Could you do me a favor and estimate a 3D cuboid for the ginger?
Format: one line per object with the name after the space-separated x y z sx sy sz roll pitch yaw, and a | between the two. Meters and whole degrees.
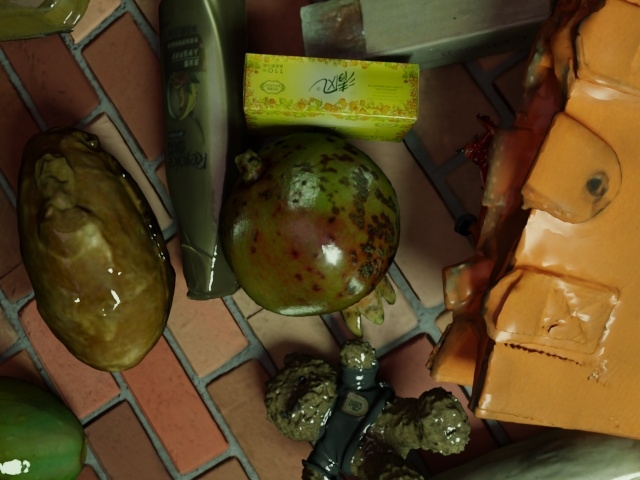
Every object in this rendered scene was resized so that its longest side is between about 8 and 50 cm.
-0.272 0.000 0.784 0.165 0.172 0.321 -15 86 -22 | ginger

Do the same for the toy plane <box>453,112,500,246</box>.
0.180 -0.026 0.651 0.077 0.194 0.126 -33 59 -4 | toy plane

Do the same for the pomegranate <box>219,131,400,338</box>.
-0.010 0.008 0.698 0.198 0.198 0.245 6 123 16 | pomegranate

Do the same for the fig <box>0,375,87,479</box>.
-0.402 0.268 0.843 0.191 0.181 0.180 9 97 -8 | fig

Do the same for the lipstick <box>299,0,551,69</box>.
0.167 -0.237 0.673 0.372 0.076 0.079 -7 84 18 | lipstick

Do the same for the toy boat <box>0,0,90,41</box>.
-0.450 -0.330 0.848 0.321 0.089 0.121 0 85 16 | toy boat

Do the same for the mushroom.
0.195 0.270 0.686 0.351 0.109 0.097 -27 103 10 | mushroom

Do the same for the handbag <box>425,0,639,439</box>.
0.286 -0.030 0.568 0.304 0.116 0.409 12 100 -19 | handbag

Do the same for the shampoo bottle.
-0.134 -0.106 0.767 0.126 0.084 0.349 5 98 45 | shampoo bottle

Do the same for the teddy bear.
0.044 0.213 0.725 0.251 0.129 0.181 20 75 39 | teddy bear

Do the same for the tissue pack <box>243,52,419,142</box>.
0.008 -0.147 0.689 0.176 0.095 0.062 2 84 -4 | tissue pack
